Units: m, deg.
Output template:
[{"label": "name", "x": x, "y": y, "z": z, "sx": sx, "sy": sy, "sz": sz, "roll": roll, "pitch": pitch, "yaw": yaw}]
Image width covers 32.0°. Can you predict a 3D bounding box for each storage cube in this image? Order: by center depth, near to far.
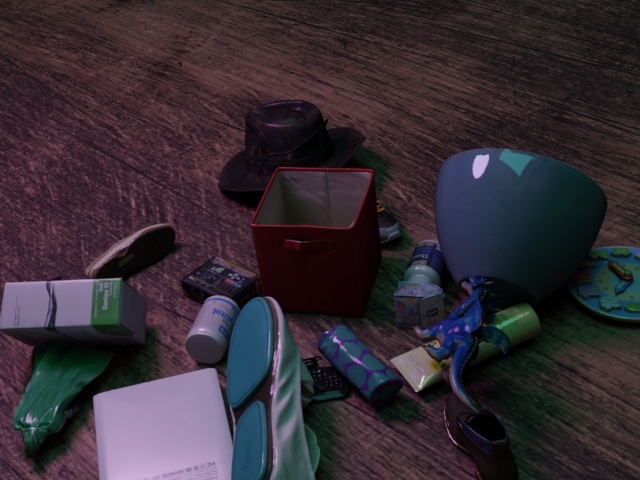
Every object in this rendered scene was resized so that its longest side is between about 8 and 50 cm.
[{"label": "storage cube", "x": 0.000, "y": 0.000, "z": 1.972, "sx": 0.184, "sy": 0.193, "sz": 0.215, "roll": 2, "pitch": 35, "yaw": 14}]

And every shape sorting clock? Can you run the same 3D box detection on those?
[{"label": "shape sorting clock", "x": 0.523, "y": 0.069, "z": 1.900, "sx": 0.206, "sy": 0.040, "sz": 0.206, "roll": -6, "pitch": 35, "yaw": 4}]

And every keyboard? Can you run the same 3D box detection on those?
[{"label": "keyboard", "x": -0.055, "y": 0.223, "z": 1.799, "sx": 0.192, "sy": 0.038, "sz": 0.100, "roll": -8, "pitch": 34, "yaw": -2}]

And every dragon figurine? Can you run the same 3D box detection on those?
[{"label": "dragon figurine", "x": 0.229, "y": 0.143, "z": 1.686, "sx": 0.144, "sy": 0.085, "sz": 0.289, "roll": -33, "pitch": 17, "yaw": 5}]

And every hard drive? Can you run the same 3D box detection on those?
[{"label": "hard drive", "x": -0.233, "y": 0.323, "z": 1.686, "sx": 0.203, "sy": 0.040, "sz": 0.307, "roll": -12, "pitch": 35, "yaw": -7}]

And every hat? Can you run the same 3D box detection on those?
[{"label": "hat", "x": -0.081, "y": -0.212, "z": 2.294, "sx": 0.331, "sy": 0.133, "sz": 0.331, "roll": -17, "pitch": 24, "yaw": 8}]

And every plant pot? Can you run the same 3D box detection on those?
[{"label": "plant pot", "x": 0.318, "y": 0.001, "z": 1.874, "sx": 0.290, "sy": 0.290, "sz": 0.195, "roll": 8, "pitch": 67, "yaw": 22}]

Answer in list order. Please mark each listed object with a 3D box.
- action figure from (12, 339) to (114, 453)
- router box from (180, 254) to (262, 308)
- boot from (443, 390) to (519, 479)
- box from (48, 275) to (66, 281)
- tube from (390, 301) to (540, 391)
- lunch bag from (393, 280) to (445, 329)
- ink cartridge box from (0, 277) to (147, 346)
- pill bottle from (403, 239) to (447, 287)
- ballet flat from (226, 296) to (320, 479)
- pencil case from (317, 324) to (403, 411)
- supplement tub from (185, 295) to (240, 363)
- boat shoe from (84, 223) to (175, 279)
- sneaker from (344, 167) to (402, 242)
[{"label": "action figure", "x": -0.433, "y": 0.256, "z": 1.803, "sx": 0.137, "sy": 0.063, "sz": 0.232, "roll": 1, "pitch": 32, "yaw": 9}, {"label": "router box", "x": -0.179, "y": 0.081, "z": 2.026, "sx": 0.122, "sy": 0.038, "sz": 0.092, "roll": 22, "pitch": 45, "yaw": 36}, {"label": "boot", "x": 0.233, "y": 0.265, "z": 1.618, "sx": 0.082, "sy": 0.106, "sz": 0.219, "roll": -14, "pitch": 35, "yaw": -9}, {"label": "box", "x": -0.490, "y": 0.102, "z": 2.075, "sx": 0.067, "sy": 0.018, "sz": 0.083, "roll": -28, "pitch": 40, "yaw": -27}, {"label": "tube", "x": 0.238, "y": 0.171, "z": 1.800, "sx": 0.240, "sy": 0.062, "sz": 0.070, "roll": -22, "pitch": -6, "yaw": -12}, {"label": "lunch bag", "x": 0.169, "y": 0.111, "z": 1.885, "sx": 0.083, "sy": 0.071, "sz": 0.053, "roll": 5, "pitch": 35, "yaw": 17}, {"label": "ink cartridge box", "x": -0.417, "y": 0.125, "z": 1.899, "sx": 0.209, "sy": 0.153, "sz": 0.086, "roll": -3, "pitch": 73, "yaw": 7}, {"label": "pill bottle", "x": 0.183, "y": 0.057, "z": 1.962, "sx": 0.067, "sy": 0.067, "sz": 0.120, "roll": 5, "pitch": 36, "yaw": 17}, {"label": "ballet flat", "x": -0.066, "y": 0.256, "z": 1.684, "sx": 0.139, "sy": 0.139, "sz": 0.400, "roll": -7, "pitch": 39, "yaw": 1}, {"label": "pencil case", "x": 0.062, "y": 0.199, "z": 1.770, "sx": 0.064, "sy": 0.070, "sz": 0.152, "roll": -46, "pitch": 53, "yaw": 0}, {"label": "supplement tub", "x": -0.182, "y": 0.150, "z": 1.899, "sx": 0.071, "sy": 0.071, "sz": 0.107, "roll": 2, "pitch": 36, "yaw": 14}, {"label": "boat shoe", "x": -0.368, "y": 0.019, "z": 2.135, "sx": 0.190, "sy": 0.068, "sz": 0.072, "roll": -31, "pitch": 29, "yaw": -29}, {"label": "sneaker", "x": 0.083, "y": -0.064, "z": 2.144, "sx": 0.084, "sy": 0.083, "sz": 0.215, "roll": -22, "pitch": 38, "yaw": -22}]
